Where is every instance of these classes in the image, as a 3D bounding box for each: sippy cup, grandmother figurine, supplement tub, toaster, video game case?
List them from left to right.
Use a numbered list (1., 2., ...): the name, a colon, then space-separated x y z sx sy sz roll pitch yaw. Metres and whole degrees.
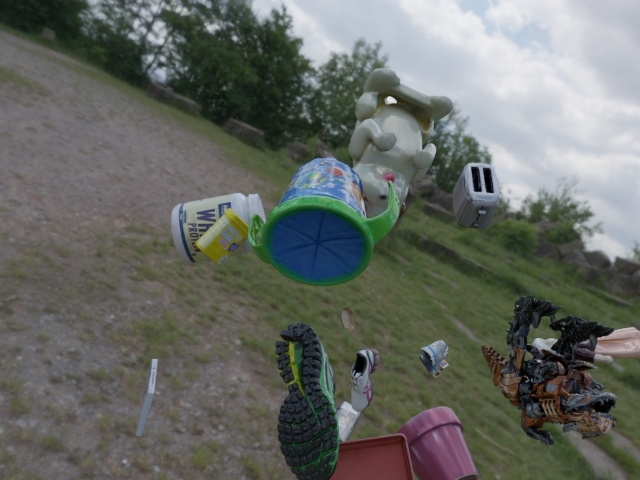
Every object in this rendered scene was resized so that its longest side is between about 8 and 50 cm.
1. video game case: -0.619 0.559 1.922 0.023 0.201 0.183 13 22 -19
2. supplement tub: -0.380 -0.052 2.059 0.325 0.235 0.235 -11 8 1
3. sippy cup: 0.004 -0.057 1.184 0.306 0.240 0.224 14 42 -5
4. toaster: 0.527 -0.160 1.822 0.129 0.226 0.146 7 -34 0
5. grandmother figurine: 0.833 0.334 1.682 0.343 0.103 0.208 -5 -4 3

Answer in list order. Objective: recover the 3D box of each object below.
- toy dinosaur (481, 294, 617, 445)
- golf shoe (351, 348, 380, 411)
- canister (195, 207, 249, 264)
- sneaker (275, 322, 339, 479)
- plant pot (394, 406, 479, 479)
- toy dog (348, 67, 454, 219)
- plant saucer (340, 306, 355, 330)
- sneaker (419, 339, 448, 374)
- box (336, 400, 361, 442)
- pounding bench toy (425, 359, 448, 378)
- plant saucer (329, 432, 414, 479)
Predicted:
1. toy dinosaur: 0.366 0.217 0.916 0.164 0.218 0.322 23 -5 -35
2. golf shoe: 0.111 0.402 1.547 0.068 0.186 0.086 10 -1 43
3. canister: -0.333 -0.012 1.867 0.126 0.170 0.073 47 -2 -36
4. sneaker: -0.009 0.360 1.195 0.146 0.134 0.343 51 29 -52
5. plant pot: 0.318 0.579 1.436 0.201 0.201 0.180 22 26 -39
6. toy dog: 0.178 -0.254 1.660 0.285 0.407 0.395 24 -21 -25
7. plant saucer: 0.089 0.267 1.829 0.015 0.083 0.083 -18 -21 32
8. sneaker: 0.357 0.356 1.659 0.071 0.083 0.190 52 -11 24
9. box: 0.020 0.771 1.907 0.097 0.318 0.395 24 4 12
10. pounding bench toy: 0.448 0.471 2.033 0.052 0.065 0.083 44 26 25
11. plant saucer: 0.096 0.578 1.196 0.259 0.258 0.048 -16 -19 19
